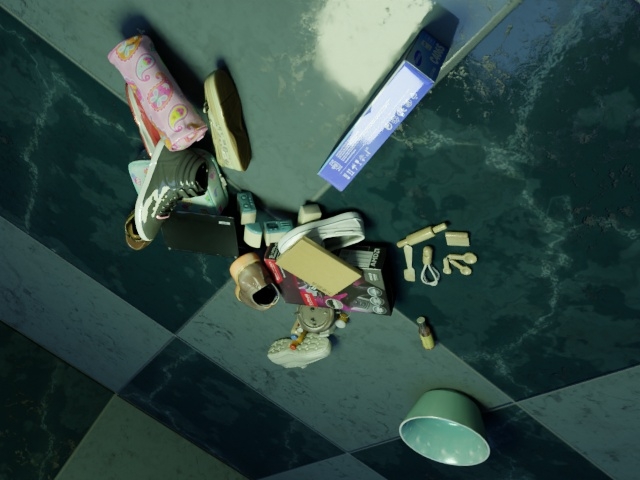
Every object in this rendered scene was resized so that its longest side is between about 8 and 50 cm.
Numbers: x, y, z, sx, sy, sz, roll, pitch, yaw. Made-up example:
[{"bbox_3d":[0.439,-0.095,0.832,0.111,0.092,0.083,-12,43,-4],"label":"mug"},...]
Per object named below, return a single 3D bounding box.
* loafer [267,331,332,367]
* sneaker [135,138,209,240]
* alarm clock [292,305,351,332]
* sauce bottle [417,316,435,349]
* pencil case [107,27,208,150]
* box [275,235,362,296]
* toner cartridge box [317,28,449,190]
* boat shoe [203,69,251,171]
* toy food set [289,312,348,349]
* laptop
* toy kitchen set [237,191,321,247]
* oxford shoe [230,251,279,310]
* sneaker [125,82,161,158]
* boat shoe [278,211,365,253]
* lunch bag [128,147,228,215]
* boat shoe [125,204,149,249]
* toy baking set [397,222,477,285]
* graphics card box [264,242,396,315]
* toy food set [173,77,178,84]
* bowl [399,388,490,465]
[{"bbox_3d":[-0.064,0.416,1.920,0.319,0.112,0.111,-17,127,46],"label":"loafer"},{"bbox_3d":[-0.390,-0.116,1.373,0.146,0.104,0.296,23,105,11],"label":"sneaker"},{"bbox_3d":[0.005,0.238,1.696,0.191,0.130,0.064,-5,170,11],"label":"alarm clock"},{"bbox_3d":[0.337,0.296,1.653,0.042,0.042,0.128,-4,127,28],"label":"sauce bottle"},{"bbox_3d":[-0.395,-0.363,1.268,0.124,0.124,0.284,-29,95,42],"label":"pencil case"},{"bbox_3d":[-0.006,0.076,1.447,0.201,0.021,0.164,32,141,-15],"label":"box"},{"bbox_3d":[0.128,-0.272,1.121,0.075,0.165,0.348,34,136,-8],"label":"toner cartridge box"},{"bbox_3d":[-0.254,-0.298,1.324,0.089,0.105,0.285,7,134,16],"label":"boat shoe"},{"bbox_3d":[-0.022,0.303,1.785,0.232,0.105,0.111,-16,123,36],"label":"toy food set"},{"bbox_3d":[-0.342,-0.027,1.576,0.234,0.264,0.137,8,97,7],"label":"laptop"},{"bbox_3d":[-0.125,-0.087,1.497,0.206,0.166,0.122,-6,141,-19],"label":"toy kitchen set"},{"bbox_3d":[-0.197,0.175,1.659,0.133,0.129,0.364,52,170,23],"label":"oxford shoe"},{"bbox_3d":[-0.441,-0.338,1.413,0.087,0.127,0.222,-156,47,-72],"label":"sneaker"},{"bbox_3d":[0.000,0.000,1.437,0.257,0.084,0.095,-22,143,17],"label":"boat shoe"},{"bbox_3d":[-0.412,-0.170,1.522,0.278,0.108,0.224,5,129,21],"label":"lunch bag"},{"bbox_3d":[-0.614,-0.049,1.737,0.110,0.105,0.307,33,137,-6],"label":"boat shoe"},{"bbox_3d":[0.311,0.047,1.434,0.256,0.030,0.197,-21,120,38],"label":"toy baking set"},{"bbox_3d":[0.034,0.111,1.568,0.370,0.094,0.233,4,139,20],"label":"graphics card box"},{"bbox_3d":[-0.410,-0.406,1.358,0.082,0.020,0.083,29,137,-2],"label":"toy food set"},{"bbox_3d":[0.453,0.649,1.844,0.311,0.163,0.312,14,135,14],"label":"bowl"}]
